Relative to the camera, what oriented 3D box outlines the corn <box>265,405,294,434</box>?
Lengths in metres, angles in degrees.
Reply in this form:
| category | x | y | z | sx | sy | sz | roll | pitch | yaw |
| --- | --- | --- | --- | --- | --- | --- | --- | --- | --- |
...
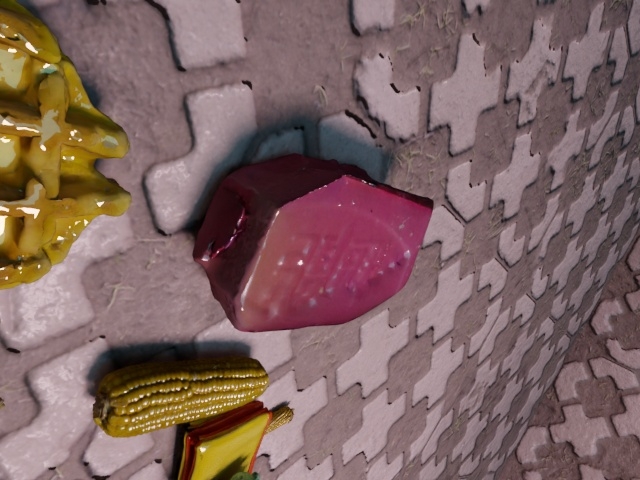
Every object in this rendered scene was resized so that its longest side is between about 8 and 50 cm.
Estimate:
| category | x | y | z | sx | sy | sz | roll | pitch | yaw |
| --- | --- | --- | --- | --- | --- | --- | --- | --- | --- |
| corn | -0.077 | 0.303 | 0.725 | 0.083 | 0.028 | 0.027 | -18 | 133 | -35 |

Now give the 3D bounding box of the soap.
| category | x | y | z | sx | sy | sz | roll | pitch | yaw |
| --- | --- | --- | --- | --- | --- | --- | --- | --- | --- |
| soap | 0.000 | 0.000 | 0.573 | 0.325 | 0.127 | 0.220 | 9 | 102 | -44 |

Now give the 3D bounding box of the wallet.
| category | x | y | z | sx | sy | sz | roll | pitch | yaw |
| --- | --- | --- | --- | --- | --- | --- | --- | --- | --- |
| wallet | -0.159 | 0.356 | 0.660 | 0.141 | 0.067 | 0.241 | -6 | 120 | -46 |

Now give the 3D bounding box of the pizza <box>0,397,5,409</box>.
| category | x | y | z | sx | sy | sz | roll | pitch | yaw |
| --- | --- | --- | --- | --- | --- | --- | --- | --- | --- |
| pizza | -0.308 | 0.064 | 0.237 | 0.280 | 0.075 | 0.287 | -13 | 121 | -26 |

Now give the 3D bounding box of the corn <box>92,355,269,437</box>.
| category | x | y | z | sx | sy | sz | roll | pitch | yaw |
| --- | --- | --- | --- | --- | --- | --- | --- | --- | --- |
| corn | -0.164 | 0.187 | 0.553 | 0.231 | 0.080 | 0.080 | 4 | 108 | -46 |

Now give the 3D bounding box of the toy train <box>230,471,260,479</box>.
| category | x | y | z | sx | sy | sz | roll | pitch | yaw |
| --- | --- | --- | --- | --- | --- | --- | --- | --- | --- |
| toy train | -0.126 | 0.419 | 0.629 | 0.125 | 0.081 | 0.194 | -34 | 137 | -45 |

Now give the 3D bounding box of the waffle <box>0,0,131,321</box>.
| category | x | y | z | sx | sy | sz | roll | pitch | yaw |
| --- | --- | --- | --- | --- | --- | --- | --- | --- | --- |
| waffle | -0.340 | -0.061 | 0.257 | 0.379 | 0.095 | 0.382 | -45 | 132 | -14 |
